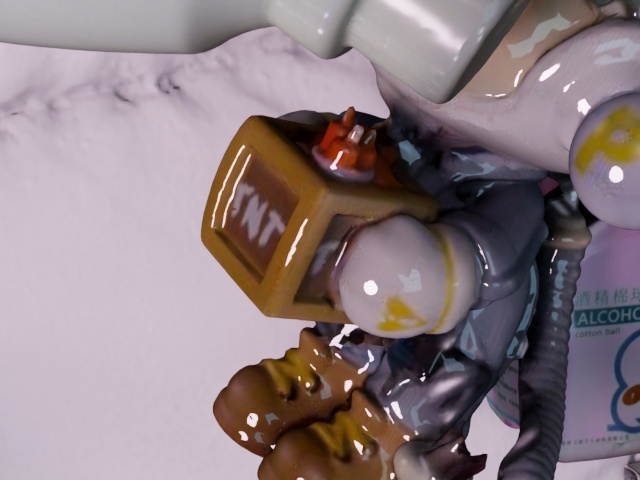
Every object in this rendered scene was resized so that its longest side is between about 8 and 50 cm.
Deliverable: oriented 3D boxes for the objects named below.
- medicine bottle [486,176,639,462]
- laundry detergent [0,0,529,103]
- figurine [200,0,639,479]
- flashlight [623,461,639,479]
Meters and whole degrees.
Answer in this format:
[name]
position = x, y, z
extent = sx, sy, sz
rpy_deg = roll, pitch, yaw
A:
[medicine bottle]
position = 0.152, 0.010, 0.715
extent = 0.119, 0.094, 0.188
rpy_deg = -6, 106, -18
[laundry detergent]
position = -0.109, -0.173, 0.482
extent = 0.398, 0.125, 0.264
rpy_deg = 37, 95, 5
[figurine]
position = 0.067, -0.057, 0.592
extent = 0.186, 0.261, 0.382
rpy_deg = 12, 113, -47
[flashlight]
position = 0.220, 0.134, 0.810
extent = 0.083, 0.018, 0.018
rpy_deg = -9, 105, -15
